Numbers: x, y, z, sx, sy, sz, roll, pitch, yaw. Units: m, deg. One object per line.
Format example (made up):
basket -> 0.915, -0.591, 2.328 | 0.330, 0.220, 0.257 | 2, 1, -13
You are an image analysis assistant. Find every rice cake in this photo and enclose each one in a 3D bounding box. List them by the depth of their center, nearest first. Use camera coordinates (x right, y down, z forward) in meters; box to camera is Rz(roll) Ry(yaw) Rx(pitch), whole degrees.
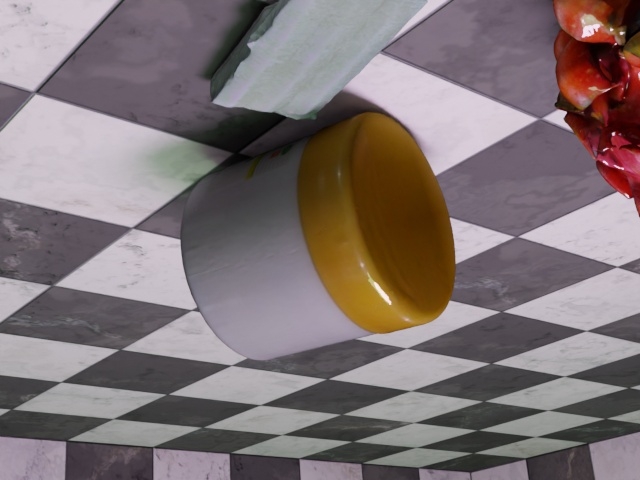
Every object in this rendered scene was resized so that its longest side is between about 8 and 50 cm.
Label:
rice cake -> -0.012, -0.183, 0.919 | 0.127, 0.043, 0.237 | 9, 153, -25

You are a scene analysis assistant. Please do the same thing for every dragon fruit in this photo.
dragon fruit -> 0.308, -0.136, 0.857 | 0.307, 0.227, 0.243 | 7, 150, -19

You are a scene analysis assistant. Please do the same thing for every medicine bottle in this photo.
medicine bottle -> 0.000, 0.000, 1.108 | 0.232, 0.238, 0.238 | -16, 154, 31
